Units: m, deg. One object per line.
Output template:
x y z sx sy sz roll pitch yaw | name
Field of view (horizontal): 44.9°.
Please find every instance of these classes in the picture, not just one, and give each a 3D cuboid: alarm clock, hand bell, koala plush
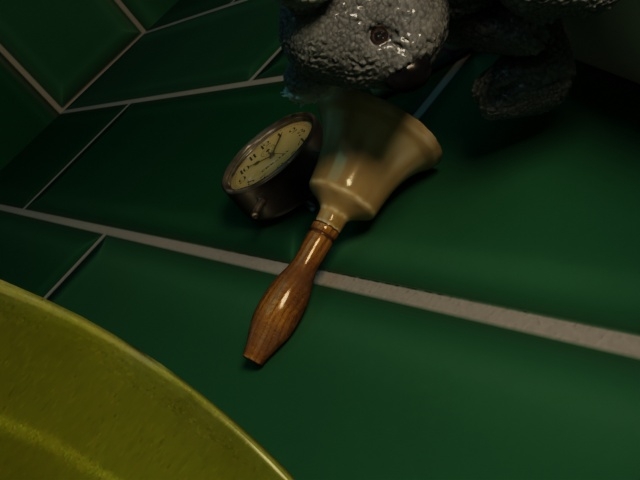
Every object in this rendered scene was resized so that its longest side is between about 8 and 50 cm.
-0.047 -0.088 0.875 0.129 0.064 0.192 -38 31 3 | alarm clock
0.000 0.000 0.683 0.126 0.126 0.242 9 67 54 | hand bell
0.065 -0.183 0.582 0.221 0.196 0.203 -22 71 -4 | koala plush

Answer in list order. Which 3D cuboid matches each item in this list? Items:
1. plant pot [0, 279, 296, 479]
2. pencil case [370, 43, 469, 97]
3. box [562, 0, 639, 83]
-0.181 0.252 0.303 0.353 0.366 0.366 -50 27 7 | plant pot
0.112 -0.223 0.877 0.152 0.064 0.070 -24 52 26 | pencil case
0.307 -0.222 0.535 0.215 0.168 0.345 -38 28 4 | box
